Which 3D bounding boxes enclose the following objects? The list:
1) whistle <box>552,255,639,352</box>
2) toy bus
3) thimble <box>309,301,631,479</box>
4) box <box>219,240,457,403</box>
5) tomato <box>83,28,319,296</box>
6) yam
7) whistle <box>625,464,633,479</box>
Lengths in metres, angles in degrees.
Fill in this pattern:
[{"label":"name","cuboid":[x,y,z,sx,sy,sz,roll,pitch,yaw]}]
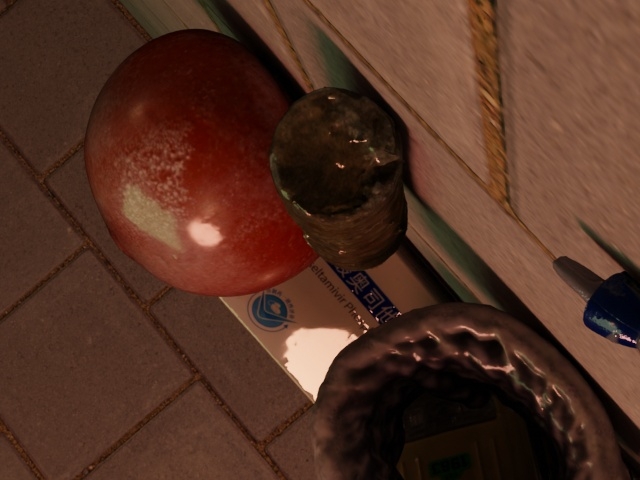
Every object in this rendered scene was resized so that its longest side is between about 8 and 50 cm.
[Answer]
[{"label":"whistle","cuboid":[0.129,0.033,0.518,0.033,0.029,0.083,2,-148,-46]},{"label":"toy bus","cuboid":[0.151,0.279,1.133,0.202,0.177,0.365,59,-163,-47]},{"label":"thimble","cuboid":[0.121,0.169,0.961,0.246,0.217,0.157,29,177,16]},{"label":"box","cuboid":[0.065,0.118,1.377,0.343,0.200,0.065,49,-157,-9]},{"label":"tomato","cuboid":[-0.107,-0.067,1.187,0.270,0.227,0.270,50,-179,-1]},{"label":"yam","cuboid":[0.017,-0.038,0.870,0.093,0.093,0.259,49,179,9]},{"label":"whistle","cuboid":[0.338,0.362,1.160,0.346,0.142,0.134,61,167,-12]}]
